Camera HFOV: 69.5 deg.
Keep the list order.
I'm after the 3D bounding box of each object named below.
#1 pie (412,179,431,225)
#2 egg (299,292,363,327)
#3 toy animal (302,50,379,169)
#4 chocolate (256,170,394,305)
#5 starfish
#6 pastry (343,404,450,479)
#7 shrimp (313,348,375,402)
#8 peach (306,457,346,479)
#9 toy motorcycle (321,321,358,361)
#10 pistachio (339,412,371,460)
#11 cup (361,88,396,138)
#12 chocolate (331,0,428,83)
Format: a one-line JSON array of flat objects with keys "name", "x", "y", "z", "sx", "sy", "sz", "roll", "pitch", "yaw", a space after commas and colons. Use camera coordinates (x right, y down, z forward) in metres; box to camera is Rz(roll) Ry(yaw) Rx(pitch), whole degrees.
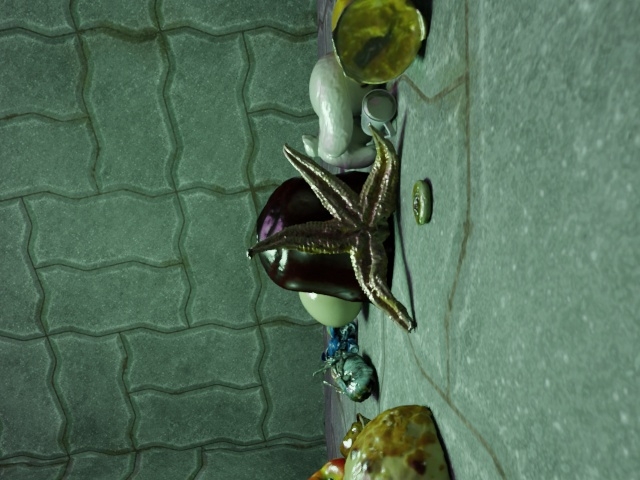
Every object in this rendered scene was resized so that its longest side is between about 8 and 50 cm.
[{"name": "pie", "x": 0.177, "y": -0.067, "z": 0.822, "sx": 0.084, "sy": 0.021, "sz": 0.084, "roll": 179, "pitch": 90, "yaw": -86}, {"name": "egg", "x": 0.036, "y": 0.150, "z": 1.511, "sx": 0.219, "sy": 0.219, "sz": 0.269, "roll": 95, "pitch": 171, "yaw": -59}, {"name": "toy animal", "x": 0.051, "y": -0.343, "z": 1.177, "sx": 0.271, "sy": 0.206, "sz": 0.265, "roll": -93, "pitch": 0, "yaw": -47}, {"name": "chocolate", "x": 0.000, "y": 0.000, "z": 1.227, "sx": 0.383, "sy": 0.331, "sz": 0.383, "roll": 175, "pitch": 90, "yaw": -85}, {"name": "starfish", "x": 0.052, "y": -0.046, "z": 0.996, "sx": 0.132, "sy": 0.384, "sz": 0.398, "roll": 2, "pitch": -80, "yaw": -78}, {"name": "pastry", "x": 0.123, "y": 0.431, "z": 0.841, "sx": 0.256, "sy": 0.170, "sz": 0.236, "roll": 112, "pitch": 153, "yaw": -67}, {"name": "shrimp", "x": 0.070, "y": 0.418, "z": 1.492, "sx": 0.137, "sy": 0.172, "sz": 0.372, "roll": -61, "pitch": 13, "yaw": -14}, {"name": "peach", "x": 0.065, "y": 0.730, "z": 1.264, "sx": 0.199, "sy": 0.243, "sz": 0.243, "roll": -73, "pitch": -17, "yaw": -76}, {"name": "toy motorcycle", "x": 0.069, "y": 0.394, "z": 1.733, "sx": 0.092, "sy": 0.135, "sz": 0.254, "roll": -100, "pitch": 8, "yaw": -61}, {"name": "pistachio", "x": 0.118, "y": 0.553, "z": 1.247, "sx": 0.210, "sy": 0.130, "sz": 0.165, "roll": 67, "pitch": -169, "yaw": -66}, {"name": "cup", "x": 0.135, "y": -0.273, "z": 1.047, "sx": 0.104, "sy": 0.074, "sz": 0.116, "roll": 58, "pitch": 175, "yaw": 7}, {"name": "chocolate", "x": 0.099, "y": -0.458, "z": 0.946, "sx": 0.445, "sy": 0.162, "sz": 0.162, "roll": -91, "pitch": 1, "yaw": -56}]
